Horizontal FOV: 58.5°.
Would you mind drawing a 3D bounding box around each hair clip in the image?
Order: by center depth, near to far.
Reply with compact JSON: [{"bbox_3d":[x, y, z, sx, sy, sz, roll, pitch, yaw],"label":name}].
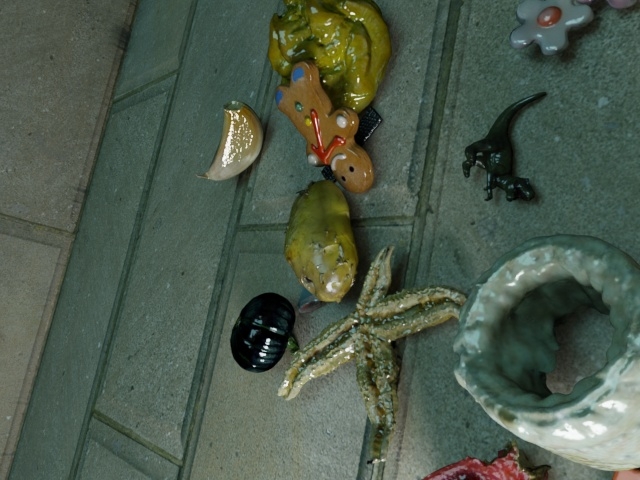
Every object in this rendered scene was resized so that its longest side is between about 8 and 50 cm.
[{"bbox_3d":[0.450,-0.412,0.987,0.257,0.075,0.146,-36,46,28],"label":"hair clip"}]

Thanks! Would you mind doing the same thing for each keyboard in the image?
[{"bbox_3d":[0.072,-0.224,1.369,0.204,0.013,0.061,-51,43,22],"label":"keyboard"}]

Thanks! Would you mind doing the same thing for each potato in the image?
[{"bbox_3d":[0.000,0.000,1.262,0.172,0.140,0.301,-34,48,29],"label":"potato"}]

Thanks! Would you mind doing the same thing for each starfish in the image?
[{"bbox_3d":[0.098,0.229,1.101,0.432,0.082,0.324,-54,46,10],"label":"starfish"}]

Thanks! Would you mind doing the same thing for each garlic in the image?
[{"bbox_3d":[-0.256,-0.280,1.647,0.145,0.164,0.245,34,107,32],"label":"garlic"}]

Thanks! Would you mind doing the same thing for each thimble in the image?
[{"bbox_3d":[0.330,0.149,0.765,0.291,0.195,0.292,-34,41,35],"label":"thimble"}]

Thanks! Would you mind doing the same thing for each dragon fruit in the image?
[{"bbox_3d":[0.263,0.401,0.830,0.261,0.134,0.212,25,82,34],"label":"dragon fruit"}]

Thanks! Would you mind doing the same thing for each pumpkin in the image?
[{"bbox_3d":[-0.133,0.209,1.316,0.194,0.150,0.194,-21,62,45],"label":"pumpkin"}]

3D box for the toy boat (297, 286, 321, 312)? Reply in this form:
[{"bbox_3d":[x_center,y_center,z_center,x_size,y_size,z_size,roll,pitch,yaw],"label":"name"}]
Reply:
[{"bbox_3d":[-0.023,0.103,1.337,0.096,0.034,0.122,-35,42,43],"label":"toy boat"}]

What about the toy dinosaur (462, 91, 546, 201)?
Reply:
[{"bbox_3d":[0.352,-0.150,1.026,0.178,0.087,0.187,-22,70,-1],"label":"toy dinosaur"}]

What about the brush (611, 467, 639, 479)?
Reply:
[{"bbox_3d":[0.387,0.398,0.742,0.070,0.051,0.324,23,90,43],"label":"brush"}]

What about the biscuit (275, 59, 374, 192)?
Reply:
[{"bbox_3d":[0.009,-0.244,1.291,0.324,0.049,0.205,56,146,1],"label":"biscuit"}]

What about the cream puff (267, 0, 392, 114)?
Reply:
[{"bbox_3d":[-0.006,-0.456,1.372,0.324,0.257,0.291,-44,43,27],"label":"cream puff"}]
